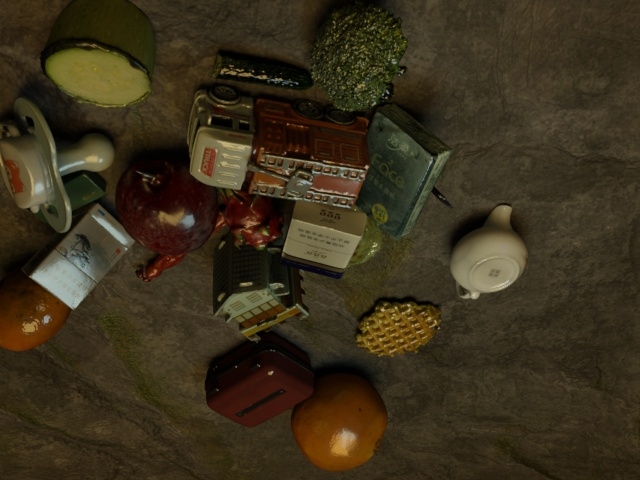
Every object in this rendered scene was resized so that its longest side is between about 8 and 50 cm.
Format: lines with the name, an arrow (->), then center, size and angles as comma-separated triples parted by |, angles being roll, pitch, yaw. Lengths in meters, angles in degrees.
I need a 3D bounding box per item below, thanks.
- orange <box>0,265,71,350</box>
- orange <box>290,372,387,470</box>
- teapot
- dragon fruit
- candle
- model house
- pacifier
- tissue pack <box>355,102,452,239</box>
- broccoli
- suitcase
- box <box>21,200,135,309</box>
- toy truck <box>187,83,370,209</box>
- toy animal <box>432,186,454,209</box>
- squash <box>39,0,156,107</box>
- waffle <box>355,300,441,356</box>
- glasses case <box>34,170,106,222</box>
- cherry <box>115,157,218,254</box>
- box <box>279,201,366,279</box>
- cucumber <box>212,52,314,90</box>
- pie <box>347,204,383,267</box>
orange -> -0.741, 0.164, 1.818 | 0.240, 0.240, 0.171 | -28, 125, 21
orange -> 0.059, 0.569, 2.259 | 0.312, 0.312, 0.312 | -3, 135, -3
teapot -> 0.435, 0.051, 1.895 | 0.204, 0.139, 0.298 | 13, 130, -21
dragon fruit -> -0.175, -0.079, 1.713 | 0.137, 0.135, 0.235 | -16, 116, 18
candle -> -0.347, 0.014, 1.840 | 0.329, 0.048, 0.051 | -34, 170, 25
model house -> -0.165, 0.112, 1.830 | 0.198, 0.224, 0.215 | -28, 132, 21
pacifier -> -0.562, -0.175, 1.557 | 0.233, 0.244, 0.299 | -19, 117, -30
tissue pack -> 0.170, -0.155, 1.633 | 0.081, 0.185, 0.257 | -27, 149, -39
broccoli -> 0.075, -0.358, 1.429 | 0.176, 0.198, 0.226 | -51, 159, -3
suitcase -> -0.185, 0.429, 2.189 | 0.297, 0.161, 0.236 | -34, 130, 24
box -> -0.576, 0.031, 1.729 | 0.233, 0.067, 0.149 | -51, 133, -14
toy truck -> -0.092, -0.191, 1.547 | 0.388, 0.206, 0.173 | 8, 133, -13
toy animal -> 0.246, -0.163, 1.685 | 0.062, 0.108, 0.220 | -38, 96, 30
squash -> -0.439, -0.365, 1.433 | 0.220, 0.133, 0.220 | -1, 151, -1
waffle -> 0.233, 0.264, 2.146 | 0.245, 0.052, 0.254 | 10, 132, -17
glasses case -> -0.600, -0.109, 1.695 | 0.184, 0.039, 0.077 | -24, 132, 17
cherry -> -0.345, -0.072, 1.649 | 0.230, 0.202, 0.300 | -9, 149, 1
box -> 0.000, 0.000, 1.687 | 0.168, 0.071, 0.259 | 15, 155, -4
cucumber -> -0.116, -0.346, 1.500 | 0.215, 0.052, 0.058 | 7, 153, -14
pie -> 0.041, -0.017, 1.818 | 0.201, 0.090, 0.248 | -24, 130, 21
